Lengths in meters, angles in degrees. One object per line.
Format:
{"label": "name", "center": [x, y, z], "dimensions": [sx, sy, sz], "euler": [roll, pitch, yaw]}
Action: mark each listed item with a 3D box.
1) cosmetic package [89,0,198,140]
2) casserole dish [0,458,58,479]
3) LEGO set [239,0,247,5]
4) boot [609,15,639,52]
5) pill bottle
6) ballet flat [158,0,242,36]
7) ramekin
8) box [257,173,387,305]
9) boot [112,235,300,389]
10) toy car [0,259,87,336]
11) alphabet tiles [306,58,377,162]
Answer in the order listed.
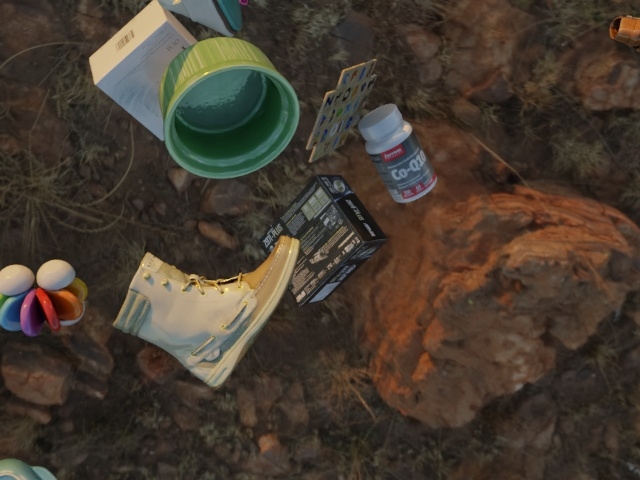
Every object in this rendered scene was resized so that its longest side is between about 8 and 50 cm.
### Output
{"label": "cosmetic package", "center": [-0.386, -0.404, 1.533], "dimensions": [0.224, 0.138, 0.224], "euler": [-38, 137, 10]}
{"label": "casserole dish", "center": [-0.353, 0.313, 0.653], "dimensions": [0.114, 0.037, 0.188], "euler": [48, 60, 0]}
{"label": "LEGO set", "center": [-0.215, -0.676, 1.510], "dimensions": [0.087, 0.093, 0.227], "euler": [10, 89, -36]}
{"label": "boot", "center": [0.630, -0.371, 1.186], "dimensions": [0.152, 0.197, 0.073], "euler": [19, 109, 1]}
{"label": "pill bottle", "center": [0.241, -0.275, 2.019], "dimensions": [0.161, 0.161, 0.283], "euler": [-32, 115, 2]}
{"label": "ballet flat", "center": [-0.226, -0.436, 1.003], "dimensions": [0.139, 0.400, 0.139], "euler": [0, 85, 5]}
{"label": "ramekin", "center": [-0.212, -0.299, 1.420], "dimensions": [0.303, 0.148, 0.303], "euler": [-17, 143, -13]}
{"label": "box", "center": [0.000, 0.000, 1.094], "dimensions": [0.077, 0.147, 0.180], "euler": [-7, 146, -53]}
{"label": "boot", "center": [-0.136, 0.056, 0.768], "dimensions": [0.165, 0.077, 0.213], "euler": [32, 99, -6]}
{"label": "toy car", "center": [-0.581, 0.136, 1.322], "dimensions": [0.182, 0.136, 0.159], "euler": [-7, 132, -9]}
{"label": "alphabet tiles", "center": [0.065, -0.376, 1.839], "dimensions": [0.011, 0.342, 0.285], "euler": [31, 123, 14]}
